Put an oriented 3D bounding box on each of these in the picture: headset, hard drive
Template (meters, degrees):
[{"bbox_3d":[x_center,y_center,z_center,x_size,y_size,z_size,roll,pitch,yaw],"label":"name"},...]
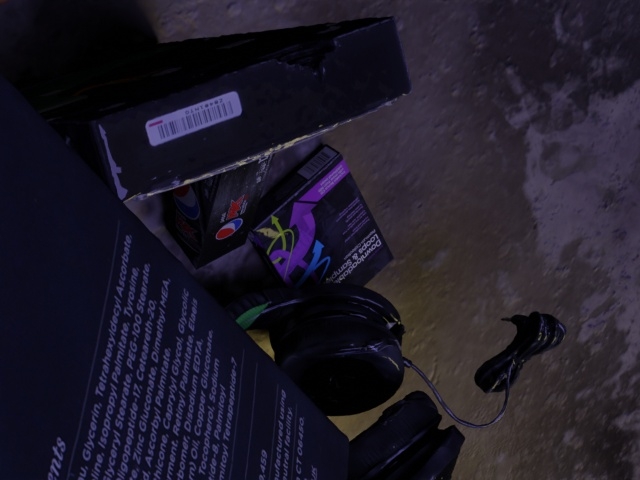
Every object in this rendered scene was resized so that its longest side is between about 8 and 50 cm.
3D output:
[{"bbox_3d":[0.060,0.138,1.341,0.394,0.243,0.185,-2,146,-44],"label":"headset"},{"bbox_3d":[-0.126,-0.091,1.024,0.237,0.339,0.064,-23,107,-31],"label":"hard drive"}]

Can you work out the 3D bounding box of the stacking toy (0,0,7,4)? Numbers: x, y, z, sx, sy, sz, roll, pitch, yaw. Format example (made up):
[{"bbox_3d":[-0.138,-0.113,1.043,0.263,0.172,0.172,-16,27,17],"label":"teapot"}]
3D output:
[{"bbox_3d":[-0.295,-0.153,0.998,0.166,0.175,0.301,9,118,-40],"label":"stacking toy"}]

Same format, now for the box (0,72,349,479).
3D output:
[{"bbox_3d":[-0.301,0.170,0.884,0.472,0.480,0.297,51,36,-45],"label":"box"}]

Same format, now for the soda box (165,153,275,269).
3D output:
[{"bbox_3d":[-0.088,-0.045,1.228,0.060,0.053,0.169,-28,160,-26],"label":"soda box"}]

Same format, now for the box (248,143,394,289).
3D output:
[{"bbox_3d":[0.000,0.000,1.400,0.116,0.029,0.162,-43,136,-13],"label":"box"}]
